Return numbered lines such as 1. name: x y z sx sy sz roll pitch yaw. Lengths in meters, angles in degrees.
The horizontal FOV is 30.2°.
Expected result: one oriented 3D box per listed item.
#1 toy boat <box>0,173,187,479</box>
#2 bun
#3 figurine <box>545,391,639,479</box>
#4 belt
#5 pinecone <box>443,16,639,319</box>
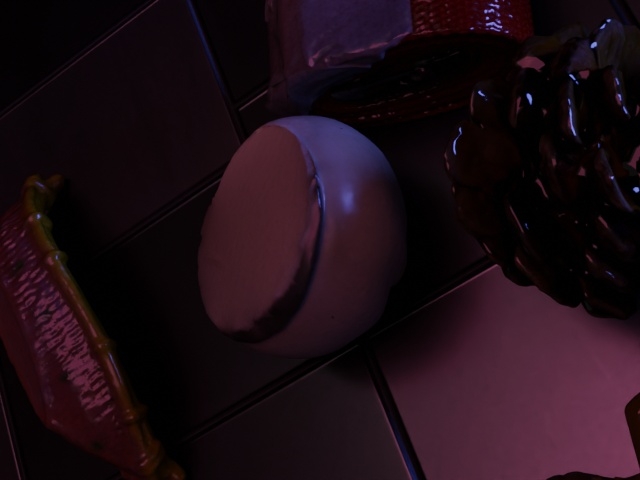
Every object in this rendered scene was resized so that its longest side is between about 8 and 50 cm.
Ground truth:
1. toy boat: -0.208 0.070 0.965 0.318 0.099 0.141 61 150 29
2. bun: 0.000 0.000 0.841 0.173 0.120 0.172 -26 58 53
3. figurine: 0.289 0.095 0.606 0.382 0.186 0.261 -30 51 27
4. belt: 0.051 -0.163 0.854 0.201 0.128 0.124 -12 69 24
5. pinecone: 0.182 -0.041 0.695 0.184 0.179 0.205 -44 22 -21
